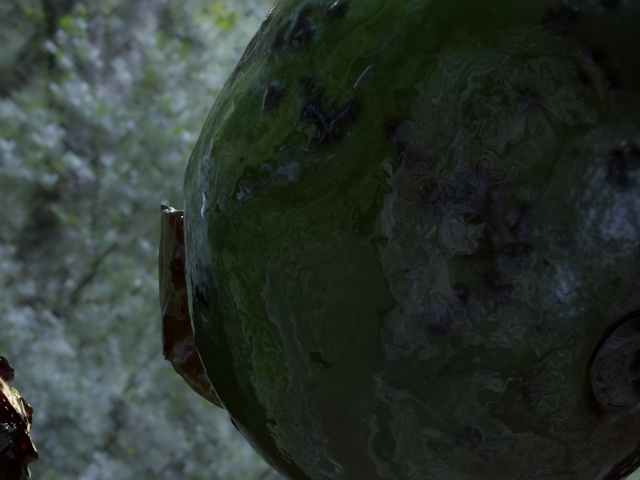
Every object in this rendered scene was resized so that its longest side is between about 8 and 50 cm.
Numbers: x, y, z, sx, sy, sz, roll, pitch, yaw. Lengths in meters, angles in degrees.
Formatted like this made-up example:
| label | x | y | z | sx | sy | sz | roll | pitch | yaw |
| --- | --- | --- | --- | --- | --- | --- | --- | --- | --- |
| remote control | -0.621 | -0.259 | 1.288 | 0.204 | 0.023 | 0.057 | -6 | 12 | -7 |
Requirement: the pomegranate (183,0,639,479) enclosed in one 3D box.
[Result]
| label | x | y | z | sx | sy | sz | roll | pitch | yaw |
| --- | --- | --- | --- | --- | --- | --- | --- | --- | --- |
| pomegranate | 0.046 | -0.033 | 0.787 | 0.323 | 0.291 | 0.291 | 48 | 4 | 23 |

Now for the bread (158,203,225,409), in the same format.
| label | x | y | z | sx | sy | sz | roll | pitch | yaw |
| --- | --- | --- | --- | --- | --- | --- | --- | --- | --- |
| bread | 0.000 | 0.000 | 1.646 | 0.191 | 0.370 | 0.314 | -7 | 25 | -38 |

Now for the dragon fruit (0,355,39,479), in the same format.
| label | x | y | z | sx | sy | sz | roll | pitch | yaw |
| --- | --- | --- | --- | --- | --- | --- | --- | --- | --- |
| dragon fruit | -0.428 | 0.219 | 1.670 | 0.302 | 0.295 | 0.295 | 3 | 14 | -11 |
